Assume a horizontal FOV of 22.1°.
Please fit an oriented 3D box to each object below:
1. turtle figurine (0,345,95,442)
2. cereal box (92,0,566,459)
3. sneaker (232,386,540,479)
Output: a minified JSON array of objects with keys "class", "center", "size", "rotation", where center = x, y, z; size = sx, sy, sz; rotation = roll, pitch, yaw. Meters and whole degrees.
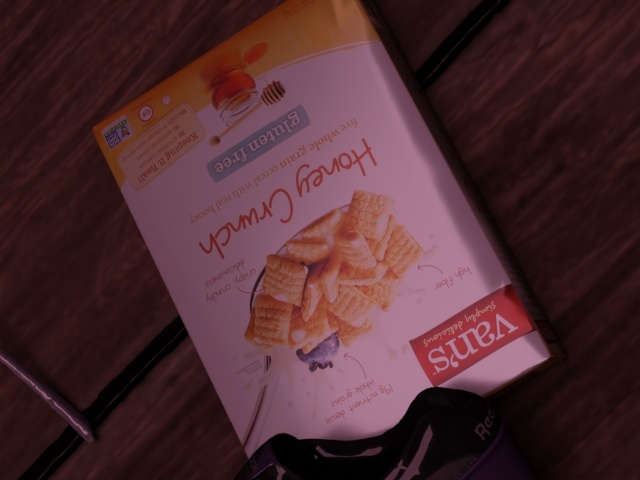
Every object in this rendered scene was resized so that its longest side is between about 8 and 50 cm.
[{"class":"turtle figurine","center":[-0.322,0.052,0.969],"size":[0.198,0.275,0.266],"rotation":[-47,49,33]},{"class":"cereal box","center":[0.000,0.000,0.882],"size":[0.173,0.047,0.240],"rotation":[-32,75,15]},{"class":"sneaker","center":[-0.028,0.160,0.823],"size":[0.283,0.107,0.124],"rotation":[-26,107,6]}]
